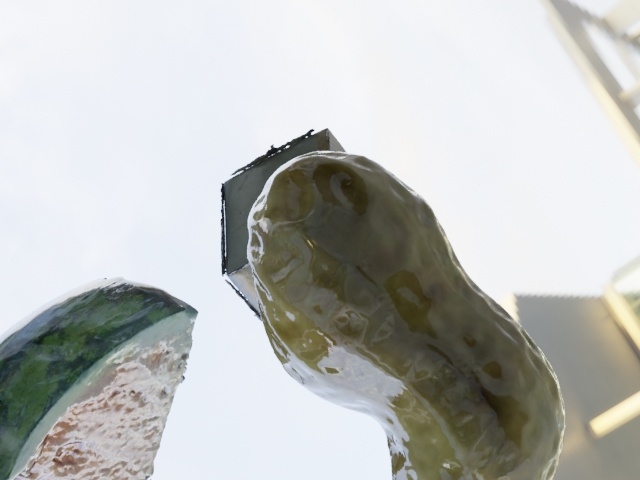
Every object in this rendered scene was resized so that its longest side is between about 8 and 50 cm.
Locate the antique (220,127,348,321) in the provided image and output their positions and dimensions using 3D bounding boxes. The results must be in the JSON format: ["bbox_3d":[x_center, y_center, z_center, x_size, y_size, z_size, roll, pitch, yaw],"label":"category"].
[{"bbox_3d":[0.000,0.000,1.278,0.152,0.148,0.147,50,-157,-36],"label":"antique"}]

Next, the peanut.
[{"bbox_3d":[0.045,0.059,0.653,0.229,0.098,0.103,54,160,-9],"label":"peanut"}]

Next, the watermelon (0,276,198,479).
[{"bbox_3d":[-0.205,0.152,1.070,0.180,0.305,0.224,16,-149,-9],"label":"watermelon"}]
